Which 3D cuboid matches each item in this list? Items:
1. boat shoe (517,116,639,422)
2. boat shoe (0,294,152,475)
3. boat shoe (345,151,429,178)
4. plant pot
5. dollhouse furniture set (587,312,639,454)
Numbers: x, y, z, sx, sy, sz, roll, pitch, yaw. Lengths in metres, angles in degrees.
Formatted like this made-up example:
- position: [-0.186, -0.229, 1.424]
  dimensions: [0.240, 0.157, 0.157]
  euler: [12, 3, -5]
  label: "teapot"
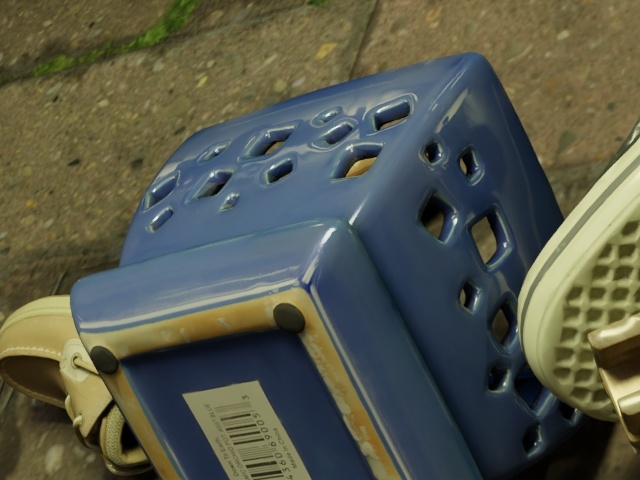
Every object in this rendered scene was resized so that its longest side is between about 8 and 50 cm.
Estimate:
- position: [0.294, -0.095, 1.090]
  dimensions: [0.500, 0.187, 0.156]
  euler: [-46, 29, -7]
  label: "boat shoe"
- position: [-0.137, 0.111, 1.368]
  dimensions: [0.302, 0.109, 0.098]
  euler: [5, 58, 40]
  label: "boat shoe"
- position: [0.000, 0.000, 1.379]
  dimensions: [0.207, 0.073, 0.073]
  euler: [-29, 76, 26]
  label: "boat shoe"
- position: [0.008, 0.056, 1.115]
  dimensions: [0.236, 0.236, 0.212]
  euler: [-13, 23, 36]
  label: "plant pot"
- position: [0.189, 0.164, 0.965]
  dimensions: [0.242, 0.161, 0.212]
  euler: [-23, 60, 4]
  label: "dollhouse furniture set"
